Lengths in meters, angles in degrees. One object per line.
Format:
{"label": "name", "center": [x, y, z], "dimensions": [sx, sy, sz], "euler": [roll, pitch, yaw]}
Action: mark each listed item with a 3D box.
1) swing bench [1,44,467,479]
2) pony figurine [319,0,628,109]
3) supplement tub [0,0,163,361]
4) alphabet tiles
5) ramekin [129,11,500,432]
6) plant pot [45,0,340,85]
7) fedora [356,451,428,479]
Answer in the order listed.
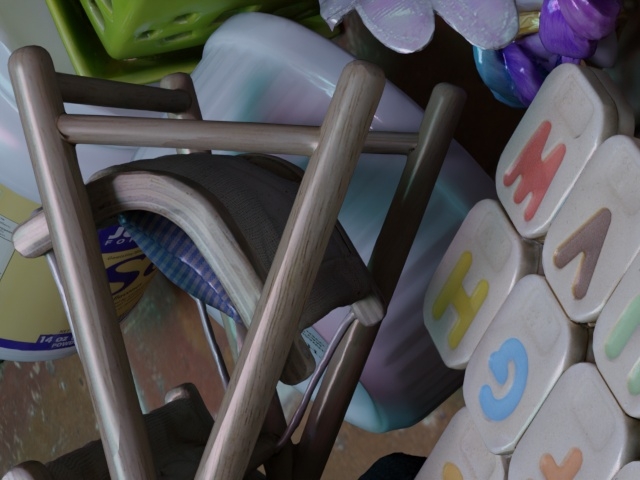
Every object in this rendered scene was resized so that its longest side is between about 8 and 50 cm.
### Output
{"label": "swing bench", "center": [-0.033, 0.046, 0.834], "dimensions": [0.165, 0.253, 0.255], "euler": [3, 93, 11]}
{"label": "pony figurine", "center": [0.127, -0.222, 0.838], "dimensions": [0.351, 0.302, 0.364], "euler": [-119, 22, -78]}
{"label": "supplement tub", "center": [-0.200, -0.081, 1.371], "dimensions": [0.241, 0.241, 0.331], "euler": [63, 145, 20]}
{"label": "alphabet tiles", "center": [0.113, 0.056, 0.669], "dimensions": [0.278, 0.021, 0.284], "euler": [-62, 30, 27]}
{"label": "ramekin", "center": [0.000, 0.000, 1.082], "dimensions": [0.273, 0.127, 0.273], "euler": [39, 165, 12]}
{"label": "plant pot", "center": [-0.081, -0.228, 1.159], "dimensions": [0.227, 0.228, 0.207], "euler": [66, 152, 14]}
{"label": "fedora", "center": [0.100, 0.231, 1.038], "dimensions": [0.334, 0.334, 0.152], "euler": [26, 81, 50]}
